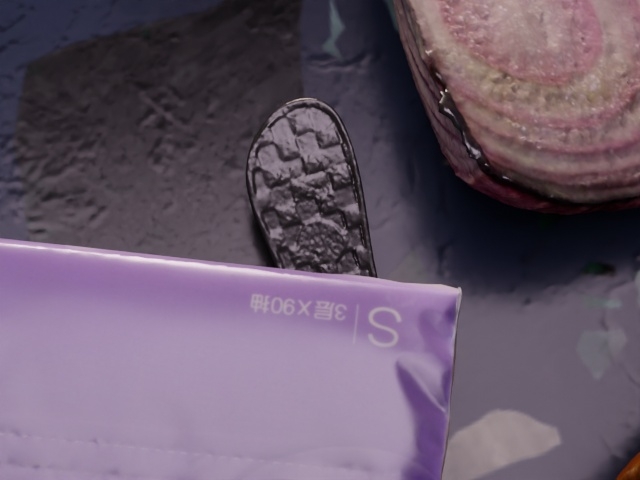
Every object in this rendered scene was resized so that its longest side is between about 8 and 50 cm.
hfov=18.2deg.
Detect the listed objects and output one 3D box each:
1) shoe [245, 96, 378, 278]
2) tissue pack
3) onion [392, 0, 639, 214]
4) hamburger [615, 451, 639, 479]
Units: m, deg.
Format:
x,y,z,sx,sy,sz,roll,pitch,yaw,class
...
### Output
x,y,z,sx,sy,sz,roll,pitch,yaw,class
0.000,0.000,1.252,0.071,0.049,0.179,-15,94,2,shoe
-0.099,0.129,1.145,0.338,0.160,0.242,6,81,0,tissue pack
0.145,-0.115,1.260,0.247,0.111,0.250,-3,64,-28,onion
0.341,0.114,1.087,0.330,0.330,0.250,-43,81,-11,hamburger
